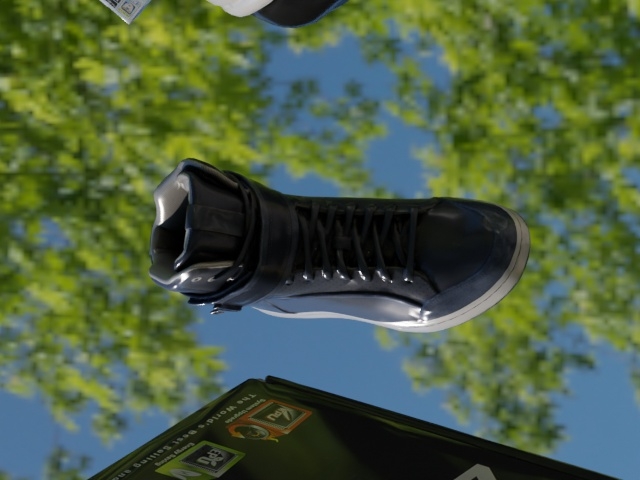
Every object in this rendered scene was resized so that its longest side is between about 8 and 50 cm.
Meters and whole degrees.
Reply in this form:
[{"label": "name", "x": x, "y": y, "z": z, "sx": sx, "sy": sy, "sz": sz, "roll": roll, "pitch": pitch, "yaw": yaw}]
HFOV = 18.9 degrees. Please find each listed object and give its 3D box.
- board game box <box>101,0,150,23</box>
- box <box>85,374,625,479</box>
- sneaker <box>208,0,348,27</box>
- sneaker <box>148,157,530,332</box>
[{"label": "board game box", "x": -0.114, "y": -0.182, "z": 1.072, "sx": 0.090, "sy": 0.090, "sz": 0.020, "roll": 41, "pitch": -146, "yaw": -6}, {"label": "box", "x": -0.034, "y": 0.201, "z": 0.749, "sx": 0.395, "sy": 0.318, "sz": 0.097, "roll": -28, "pitch": -58, "yaw": -42}, {"label": "sneaker", "x": 0.083, "y": -0.094, "z": 0.320, "sx": 0.121, "sy": 0.217, "sz": 0.079, "roll": 36, "pitch": -162, "yaw": -21}, {"label": "sneaker", "x": -0.001, "y": 0.002, "z": 1.182, "sx": 0.163, "sy": 0.226, "sz": 0.086, "roll": 24, "pitch": -115, "yaw": -53}]
